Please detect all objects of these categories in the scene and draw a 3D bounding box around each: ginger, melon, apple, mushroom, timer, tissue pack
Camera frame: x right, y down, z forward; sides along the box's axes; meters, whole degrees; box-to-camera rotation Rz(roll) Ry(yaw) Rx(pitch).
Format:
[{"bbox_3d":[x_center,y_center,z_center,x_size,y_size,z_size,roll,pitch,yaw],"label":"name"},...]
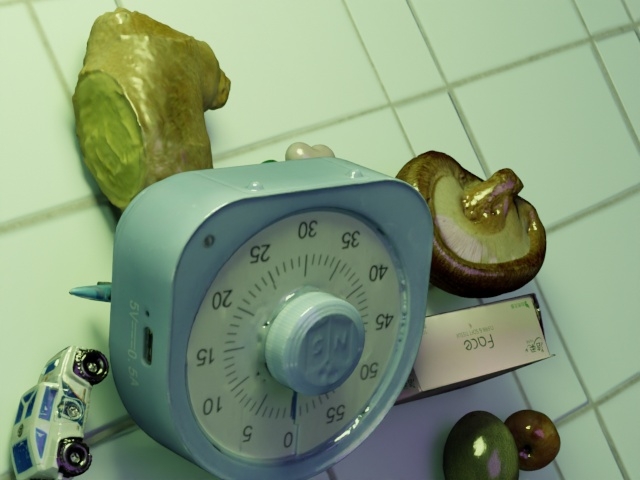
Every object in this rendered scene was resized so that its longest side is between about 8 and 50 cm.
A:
[{"bbox_3d":[-0.184,-0.145,1.840,0.221,0.130,0.275,-25,94,-53],"label":"ginger"},{"bbox_3d":[0.204,0.280,2.003,0.098,0.098,0.130,19,63,-33],"label":"melon"},{"bbox_3d":[0.275,0.263,2.086,0.084,0.084,0.071,48,21,-14],"label":"apple"},{"bbox_3d":[0.183,-0.011,2.100,0.231,0.138,0.194,35,65,-10],"label":"mushroom"},{"bbox_3d":[-0.045,0.105,1.728,0.395,0.173,0.394,-16,115,-38],"label":"timer"},{"bbox_3d":[0.154,0.144,1.988,0.246,0.148,0.092,-10,79,-41],"label":"tissue pack"}]

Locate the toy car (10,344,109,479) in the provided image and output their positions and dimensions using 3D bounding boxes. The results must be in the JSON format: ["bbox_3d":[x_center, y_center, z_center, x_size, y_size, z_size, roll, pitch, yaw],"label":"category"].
[{"bbox_3d":[-0.277,0.191,1.644,0.070,0.080,0.170,23,59,-27],"label":"toy car"}]

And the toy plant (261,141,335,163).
[{"bbox_3d":[-0.004,0.002,1.936,0.243,0.112,0.232,36,61,-24],"label":"toy plant"}]

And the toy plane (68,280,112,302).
[{"bbox_3d":[-0.190,0.061,1.756,0.246,0.078,0.169,4,91,-44],"label":"toy plane"}]
